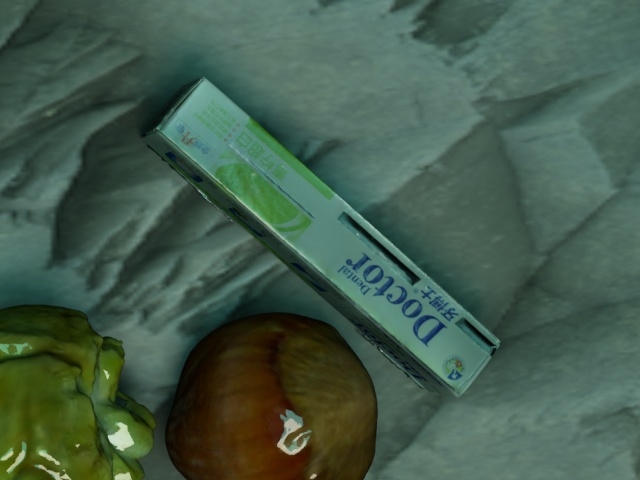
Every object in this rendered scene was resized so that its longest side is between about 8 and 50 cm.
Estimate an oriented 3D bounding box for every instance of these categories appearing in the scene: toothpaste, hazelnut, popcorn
[{"bbox_3d":[0.000,0.000,1.531,0.336,0.081,0.067,41,81,-11],"label":"toothpaste"},{"bbox_3d":[-0.040,0.148,1.487,0.182,0.182,0.182,-1,93,-12],"label":"hazelnut"},{"bbox_3d":[-0.238,0.154,1.425,0.183,0.204,0.221,54,36,-42],"label":"popcorn"}]
